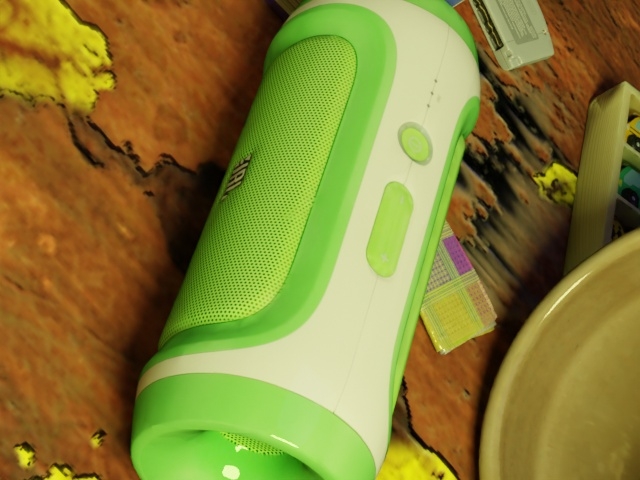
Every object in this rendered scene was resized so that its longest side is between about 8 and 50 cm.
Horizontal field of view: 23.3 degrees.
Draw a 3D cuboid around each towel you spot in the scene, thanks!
[{"bbox_3d":[0.072,0.025,0.936,0.060,0.009,0.083,-25,87,-44],"label":"towel"}]

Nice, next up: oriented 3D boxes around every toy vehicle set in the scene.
[{"bbox_3d":[0.284,0.024,1.102,0.267,0.035,0.166,33,52,-25],"label":"toy vehicle set"}]

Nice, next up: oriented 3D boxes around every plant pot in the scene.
[{"bbox_3d":[0.258,0.142,0.903,0.229,0.263,0.263,39,47,-44],"label":"plant pot"}]

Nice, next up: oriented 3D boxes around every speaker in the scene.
[{"bbox_3d":[0.000,0.000,0.803,0.131,0.131,0.296,36,50,-23],"label":"speaker"}]

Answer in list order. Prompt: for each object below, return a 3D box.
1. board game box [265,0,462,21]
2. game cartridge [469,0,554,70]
[{"bbox_3d":[0.138,-0.256,0.891,0.078,0.347,0.233,45,48,-17],"label":"board game box"},{"bbox_3d":[0.128,-0.159,1.069,0.056,0.017,0.083,-20,84,-41],"label":"game cartridge"}]
